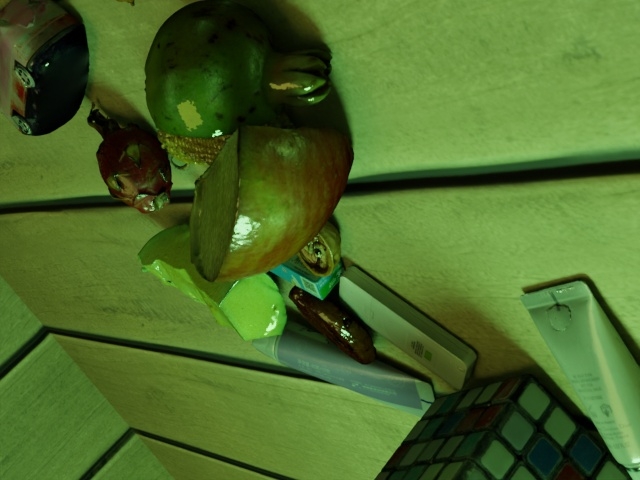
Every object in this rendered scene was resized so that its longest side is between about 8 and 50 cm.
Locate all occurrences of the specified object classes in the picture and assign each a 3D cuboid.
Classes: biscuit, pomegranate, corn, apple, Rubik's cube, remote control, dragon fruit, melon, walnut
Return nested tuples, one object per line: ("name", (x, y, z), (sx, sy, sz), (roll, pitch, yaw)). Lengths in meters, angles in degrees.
("biscuit", (0.024, 0.138, 1.959), (0.192, 0.049, 0.192), (42, 173, 6))
("pomegranate", (-0.119, -0.223, 1.496), (0.241, 0.190, 0.159), (20, 123, 44))
("corn", (-0.143, -0.154, 1.728), (0.293, 0.106, 0.106), (9, 138, 52))
("apple", (-0.077, -0.057, 1.575), (0.179, 0.254, 0.346), (37, 159, -5))
("Rubik's cube", (0.258, 0.409, 1.738), (0.293, 0.287, 0.292), (45, 152, -6))
("remote control", (0.133, 0.137, 1.839), (0.250, 0.034, 0.103), (35, 154, 20))
("dragon fruit", (-0.341, -0.152, 2.028), (0.246, 0.125, 0.125), (52, 132, 33))
("melon", (-0.206, 0.056, 2.126), (0.323, 0.124, 0.196), (29, 151, 41))
("walnut", (0.000, 0.000, 1.806), (0.091, 0.052, 0.121), (33, 148, 26))

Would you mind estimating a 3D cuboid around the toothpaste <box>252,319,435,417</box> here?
("toothpaste", (0.044, 0.228, 2.076), (0.371, 0.080, 0.125), (21, 147, 32))

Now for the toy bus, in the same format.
("toy bus", (-0.483, -0.296, 1.989), (0.147, 0.127, 0.302), (45, 155, 7))

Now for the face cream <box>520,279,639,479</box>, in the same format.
("face cream", (0.376, 0.193, 1.511), (0.314, 0.089, 0.143), (56, 155, -6))

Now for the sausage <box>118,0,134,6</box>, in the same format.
("sausage", (-0.305, -0.409, 1.634), (0.062, 0.054, 0.183), (-16, 120, 25))

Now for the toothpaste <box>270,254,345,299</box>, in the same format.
("toothpaste", (-0.080, 0.010, 1.931), (0.267, 0.065, 0.050), (27, 155, 32))

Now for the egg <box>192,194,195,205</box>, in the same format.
("egg", (-0.142, -0.043, 1.855), (0.131, 0.131, 0.164), (39, 140, 11))
